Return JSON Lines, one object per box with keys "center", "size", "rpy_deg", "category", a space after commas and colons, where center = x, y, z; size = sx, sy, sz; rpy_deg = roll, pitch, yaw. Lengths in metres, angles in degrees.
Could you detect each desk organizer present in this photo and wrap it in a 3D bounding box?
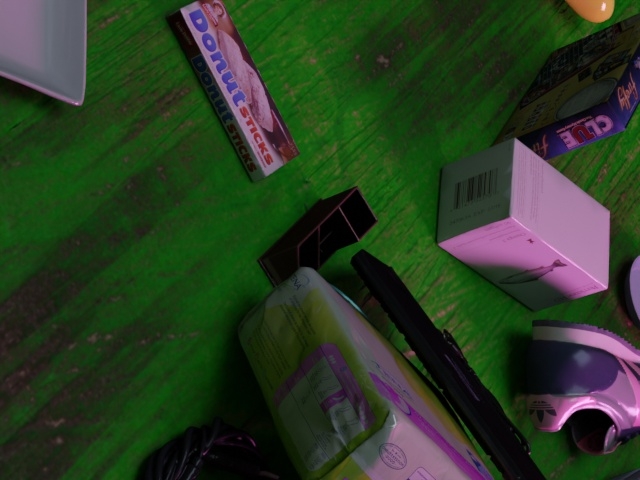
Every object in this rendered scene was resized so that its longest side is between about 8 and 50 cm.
{"center": [0.000, 0.000, 1.624], "size": [0.047, 0.050, 0.130], "rpy_deg": [59, 39, -12], "category": "desk organizer"}

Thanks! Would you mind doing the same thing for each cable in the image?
{"center": [-0.088, 0.229, 1.416], "size": [0.184, 0.047, 0.150], "rpy_deg": [-21, 90, -51], "category": "cable"}

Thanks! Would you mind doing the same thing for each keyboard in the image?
{"center": [0.137, 0.147, 1.634], "size": [0.317, 0.033, 0.201], "rpy_deg": [55, 9, 23], "category": "keyboard"}

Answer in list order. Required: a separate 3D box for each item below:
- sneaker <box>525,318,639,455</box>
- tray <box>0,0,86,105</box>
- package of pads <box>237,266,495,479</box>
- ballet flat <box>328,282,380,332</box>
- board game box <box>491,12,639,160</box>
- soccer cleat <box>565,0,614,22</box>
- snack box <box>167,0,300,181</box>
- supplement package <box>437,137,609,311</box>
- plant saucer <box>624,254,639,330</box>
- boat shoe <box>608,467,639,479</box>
{"center": [0.336, 0.188, 1.910], "size": [0.319, 0.112, 0.131], "rpy_deg": [23, 73, -38], "category": "sneaker"}
{"center": [-0.264, -0.252, 1.446], "size": [0.145, 0.030, 0.270], "rpy_deg": [21, 58, -44], "category": "tray"}
{"center": [0.050, 0.168, 1.461], "size": [0.229, 0.101, 0.296], "rpy_deg": [45, 7, -27], "category": "package of pads"}
{"center": [0.040, 0.109, 1.621], "size": [0.168, 0.057, 0.052], "rpy_deg": [45, 65, -24], "category": "ballet flat"}
{"center": [0.314, -0.180, 1.989], "size": [0.042, 0.165, 0.243], "rpy_deg": [55, 41, -17], "category": "board game box"}
{"center": [0.272, -0.386, 2.120], "size": [0.121, 0.093, 0.289], "rpy_deg": [-40, 111, -19], "category": "soccer cleat"}
{"center": [-0.082, -0.148, 1.619], "size": [0.064, 0.022, 0.178], "rpy_deg": [-37, 102, -50], "category": "snack box"}
{"center": [0.225, -0.014, 1.854], "size": [0.179, 0.105, 0.105], "rpy_deg": [33, 50, -36], "category": "supplement package"}
{"center": [0.410, 0.076, 2.098], "size": [0.119, 0.021, 0.119], "rpy_deg": [23, 57, -42], "category": "plant saucer"}
{"center": [0.331, 0.326, 1.840], "size": [0.302, 0.109, 0.094], "rpy_deg": [-21, 102, -42], "category": "boat shoe"}
